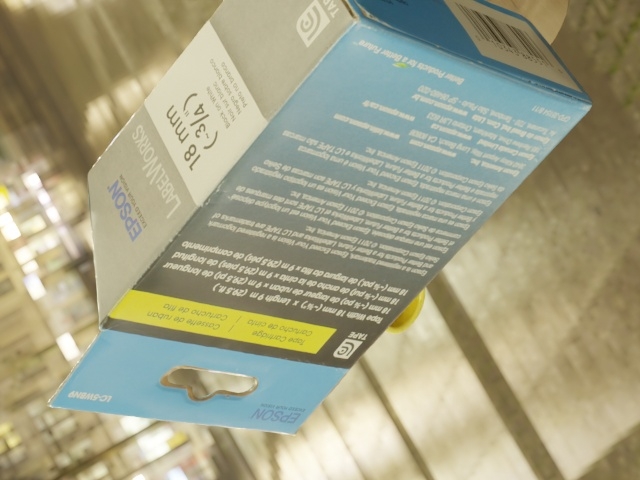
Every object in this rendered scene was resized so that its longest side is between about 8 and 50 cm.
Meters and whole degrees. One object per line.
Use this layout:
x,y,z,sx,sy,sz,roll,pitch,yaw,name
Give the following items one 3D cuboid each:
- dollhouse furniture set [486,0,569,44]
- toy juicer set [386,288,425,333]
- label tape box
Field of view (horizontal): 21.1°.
0.110,-0.376,1.404,0.362,0.394,0.256,28,-178,29,dollhouse furniture set
0.000,0.000,1.718,0.089,0.329,0.209,26,110,42,toy juicer set
-0.018,-0.026,1.129,0.240,0.334,0.106,14,-144,-46,label tape box
